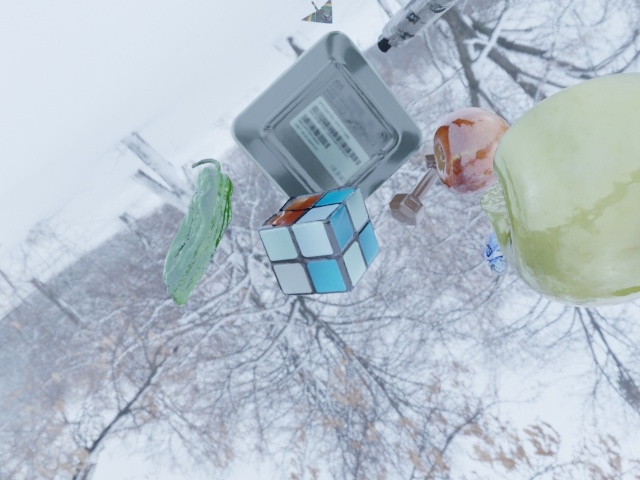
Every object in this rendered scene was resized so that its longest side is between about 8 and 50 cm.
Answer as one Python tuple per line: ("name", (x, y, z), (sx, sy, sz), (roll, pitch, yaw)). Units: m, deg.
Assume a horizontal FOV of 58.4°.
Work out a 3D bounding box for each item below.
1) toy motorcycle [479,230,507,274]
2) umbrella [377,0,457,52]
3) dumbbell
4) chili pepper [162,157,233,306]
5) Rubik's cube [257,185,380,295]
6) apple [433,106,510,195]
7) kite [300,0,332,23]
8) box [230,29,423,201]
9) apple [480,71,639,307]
("toy motorcycle", (0.596, 0.009, 1.908), (0.076, 0.114, 0.205), (-109, -140, -87))
("umbrella", (0.206, -0.472, 1.179), (0.073, 0.067, 0.337), (-50, -168, -17))
("dumbbell", (0.261, -0.138, 1.439), (0.231, 0.092, 0.082), (-51, 178, -20))
("chili pepper", (-0.200, -0.019, 0.946), (0.100, 0.074, 0.257), (-2, -117, 50))
("Rubik's cube", (0.000, 0.001, 1.217), (0.180, 0.167, 0.183), (-7, -155, 29))
("apple", (0.344, -0.198, 1.275), (0.162, 0.201, 0.201), (-11, -168, 0))
("kite", (0.001, -0.622, 1.567), (0.122, 0.090, 0.004), (-37, 170, -18))
("box", (0.022, -0.261, 1.398), (0.373, 0.367, 0.090), (-44, -162, -2))
("apple", (0.344, -0.042, 0.688), (0.257, 0.234, 0.295), (-14, 168, 5))
